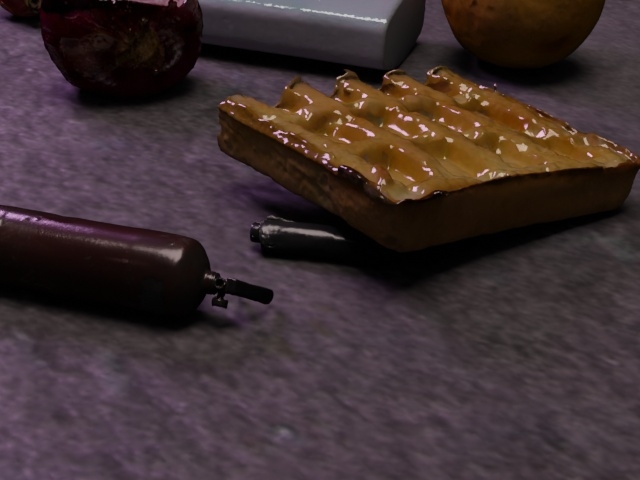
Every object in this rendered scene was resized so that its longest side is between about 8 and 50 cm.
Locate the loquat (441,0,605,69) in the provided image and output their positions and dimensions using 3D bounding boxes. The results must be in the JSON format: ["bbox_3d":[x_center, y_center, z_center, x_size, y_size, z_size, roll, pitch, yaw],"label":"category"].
[{"bbox_3d":[0.254,-0.315,1.688,0.208,0.208,0.208,2,27,-1],"label":"loquat"}]

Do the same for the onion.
[{"bbox_3d":[-0.250,-0.259,1.612,0.195,0.140,0.218,-8,29,-26],"label":"onion"}]

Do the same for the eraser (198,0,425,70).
[{"bbox_3d":[-0.026,-0.299,1.740,0.290,0.104,0.189,11,25,16],"label":"eraser"}]

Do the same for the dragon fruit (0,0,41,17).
[{"bbox_3d":[-0.398,-0.342,1.823,0.086,0.081,0.116,21,15,-46],"label":"dragon fruit"}]

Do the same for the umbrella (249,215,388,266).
[{"bbox_3d":[0.000,0.001,1.243,0.133,0.031,0.036,6,26,10],"label":"umbrella"}]

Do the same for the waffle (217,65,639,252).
[{"bbox_3d":[0.106,-0.089,1.338,0.348,0.077,0.304,-11,30,-38],"label":"waffle"}]

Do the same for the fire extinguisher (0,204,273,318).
[{"bbox_3d":[-0.178,0.022,1.158,0.267,0.072,0.089,9,-8,14],"label":"fire extinguisher"}]
